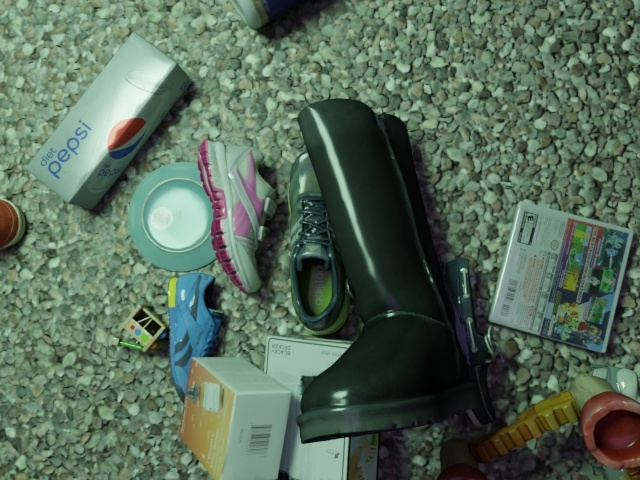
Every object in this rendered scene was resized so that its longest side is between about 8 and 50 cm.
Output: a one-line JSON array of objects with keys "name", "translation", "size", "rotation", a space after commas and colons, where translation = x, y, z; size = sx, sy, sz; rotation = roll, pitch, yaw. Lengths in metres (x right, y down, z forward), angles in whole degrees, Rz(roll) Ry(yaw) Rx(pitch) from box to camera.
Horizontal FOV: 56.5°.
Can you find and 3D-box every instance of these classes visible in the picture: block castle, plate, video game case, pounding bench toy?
[{"name": "block castle", "translation": [0.363, 0.435, 0.768], "size": [0.303, 0.213, 0.453], "rotation": [-30, 91, 12]}, {"name": "plate", "translation": [-0.235, -0.041, 0.999], "size": [0.188, 0.024, 0.188], "rotation": [0, 85, 4]}, {"name": "video game case", "translation": [0.380, 0.056, 0.944], "size": [0.183, 0.023, 0.201], "rotation": [15, 85, 6]}, {"name": "pounding bench toy", "translation": [-0.289, 0.156, 0.969], "size": [0.065, 0.052, 0.083], "rotation": [40, 89, 6]}]

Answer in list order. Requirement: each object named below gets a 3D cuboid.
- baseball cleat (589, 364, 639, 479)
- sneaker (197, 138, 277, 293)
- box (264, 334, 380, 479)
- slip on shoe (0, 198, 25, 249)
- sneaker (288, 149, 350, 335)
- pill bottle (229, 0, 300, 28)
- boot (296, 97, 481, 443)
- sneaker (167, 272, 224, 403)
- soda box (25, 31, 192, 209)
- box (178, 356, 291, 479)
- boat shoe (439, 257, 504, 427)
[{"name": "baseball cleat", "translation": [0.427, 0.293, 0.904], "size": [0.109, 0.072, 0.206], "rotation": [5, 83, 21]}, {"name": "sneaker", "translation": [-0.117, -0.041, 0.950], "size": [0.111, 0.103, 0.252], "rotation": [-12, 99, -21]}, {"name": "box", "translation": [-0.003, 0.291, 0.882], "size": [0.169, 0.087, 0.290], "rotation": [-1, 82, 37]}, {"name": "slip on shoe", "translation": [-0.670, -0.007, 0.991], "size": [0.331, 0.101, 0.123], "rotation": [-11, 85, 5]}, {"name": "sneaker", "translation": [0.000, 0.000, 0.928], "size": [0.111, 0.121, 0.300], "rotation": [-5, 84, 3]}, {"name": "pill bottle", "translation": [-0.042, -0.477, 0.961], "size": [0.265, 0.153, 0.153], "rotation": [-34, 83, 1]}, {"name": "boot", "translation": [0.055, 0.011, 0.772], "size": [0.146, 0.367, 0.445], "rotation": [-17, 74, 25]}, {"name": "sneaker", "translation": [-0.196, 0.156, 0.955], "size": [0.082, 0.069, 0.209], "rotation": [-4, 84, 2]}, {"name": "soda box", "translation": [-0.345, -0.193, 0.988], "size": [0.098, 0.091, 0.286], "rotation": [38, 88, 6]}, {"name": "box", "translation": [-0.130, 0.256, 0.874], "size": [0.091, 0.170, 0.130], "rotation": [8, 92, -33]}, {"name": "boat shoe", "translation": [0.230, 0.153, 0.913], "size": [0.079, 0.095, 0.254], "rotation": [-18, 74, 14]}]
